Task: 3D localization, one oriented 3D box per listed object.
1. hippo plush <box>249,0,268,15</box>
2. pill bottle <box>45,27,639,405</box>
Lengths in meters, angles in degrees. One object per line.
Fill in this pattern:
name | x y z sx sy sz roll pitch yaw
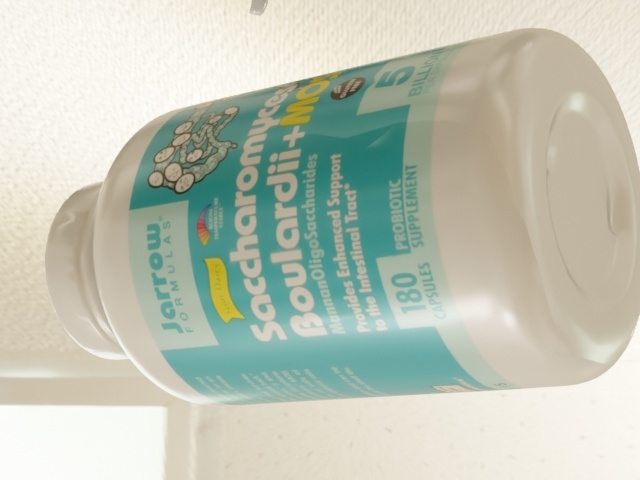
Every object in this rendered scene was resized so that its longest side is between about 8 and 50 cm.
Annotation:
hippo plush | -0.073 -0.435 1.228 0.236 0.294 0.234 33 -125 21
pill bottle | 0.000 0.000 0.570 0.264 0.146 0.146 -9 -100 34
